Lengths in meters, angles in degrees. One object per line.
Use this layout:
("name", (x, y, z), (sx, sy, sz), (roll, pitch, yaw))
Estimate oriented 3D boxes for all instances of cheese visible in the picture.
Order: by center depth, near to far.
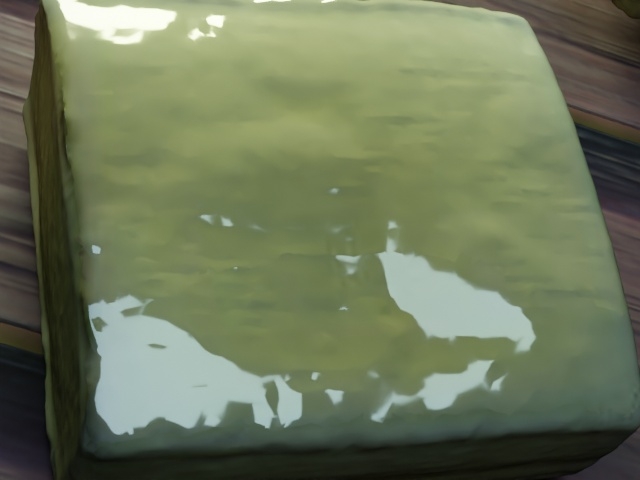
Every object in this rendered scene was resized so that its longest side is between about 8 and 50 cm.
("cheese", (0.000, 0.000, 0.676), (0.265, 0.124, 0.243), (-1, 63, -19))

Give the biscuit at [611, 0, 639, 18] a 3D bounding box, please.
("biscuit", (0.392, -0.223, 0.957), (0.429, 0.104, 0.446), (17, 58, -4))
